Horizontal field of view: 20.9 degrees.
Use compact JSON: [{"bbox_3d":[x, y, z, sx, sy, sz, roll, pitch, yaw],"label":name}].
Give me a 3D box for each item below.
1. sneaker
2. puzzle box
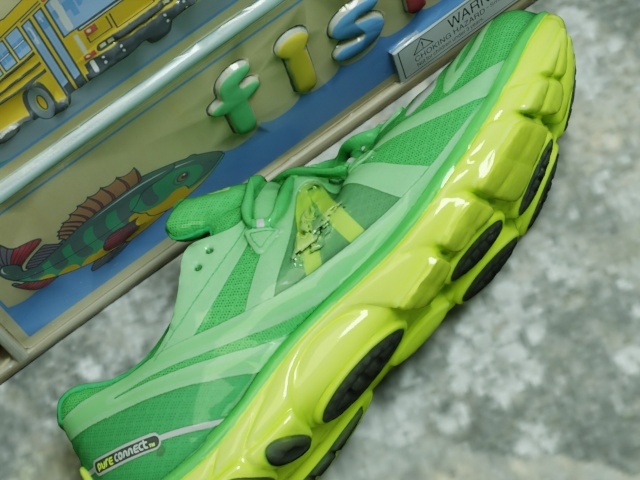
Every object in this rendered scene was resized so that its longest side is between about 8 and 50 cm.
[{"bbox_3d":[0.000,0.000,0.742,0.123,0.109,0.295,39,79,20],"label":"sneaker"},{"bbox_3d":[-0.085,-0.076,0.704,0.409,0.272,0.052,-36,64,-5],"label":"puzzle box"}]
